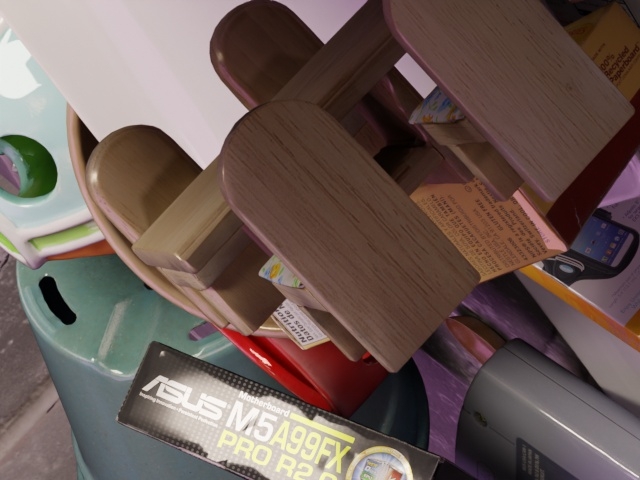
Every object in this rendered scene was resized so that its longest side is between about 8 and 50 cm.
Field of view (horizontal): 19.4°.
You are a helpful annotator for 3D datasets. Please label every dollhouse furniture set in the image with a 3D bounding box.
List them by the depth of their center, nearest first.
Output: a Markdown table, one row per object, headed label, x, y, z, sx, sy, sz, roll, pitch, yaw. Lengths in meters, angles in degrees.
| label | x | y | z | sx | sy | sz | roll | pitch | yaw |
| --- | --- | --- | --- | --- | --- | --- | --- | --- | --- |
| dollhouse furniture set | 0.010 | -0.094 | 0.681 | 0.161 | 0.242 | 0.212 | 46 | 168 | -14 |

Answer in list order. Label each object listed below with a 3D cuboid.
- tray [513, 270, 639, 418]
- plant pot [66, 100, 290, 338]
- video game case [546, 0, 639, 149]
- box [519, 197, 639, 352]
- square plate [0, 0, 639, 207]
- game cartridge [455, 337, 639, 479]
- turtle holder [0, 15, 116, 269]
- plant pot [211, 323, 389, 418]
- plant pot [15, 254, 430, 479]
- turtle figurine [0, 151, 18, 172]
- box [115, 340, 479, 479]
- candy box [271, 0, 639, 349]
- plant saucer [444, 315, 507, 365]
| label | x | y | z | sx | sy | sz | roll | pitch | yaw |
| --- | --- | --- | --- | --- | --- | --- | --- | --- | --- |
| tray | 0.217 | 0.086 | 1.202 | 0.270 | 0.030 | 0.145 | 50 | 166 | -33 |
| plant pot | -0.021 | -0.070 | 1.101 | 0.237 | 0.237 | 0.110 | 44 | -151 | -4 |
| video game case | 0.132 | -0.084 | 0.880 | 0.143 | 0.019 | 0.157 | 50 | 166 | -33 |
| box | 0.142 | -0.008 | 0.970 | 0.136 | 0.081 | 0.028 | 36 | 168 | 34 |
| square plate | -0.043 | -0.137 | 0.913 | 0.347 | 0.049 | 0.344 | -14 | 118 | 52 |
| game cartridge | 0.185 | 0.204 | 1.358 | 0.198 | 0.062 | 0.297 | 39 | 152 | 32 |
| turtle holder | -0.193 | -0.126 | 1.323 | 0.243 | 0.227 | 0.320 | 30 | 164 | 52 |
| plant pot | 0.000 | 0.000 | 1.257 | 0.191 | 0.174 | 0.191 | 41 | 168 | 10 |
| plant pot | -0.097 | 0.091 | 1.634 | 0.341 | 0.341 | 0.334 | 36 | 160 | 32 |
| turtle figurine | -0.220 | -0.158 | 1.545 | 0.234 | 0.175 | 0.118 | 42 | 142 | 36 |
| box | 0.016 | 0.158 | 1.258 | 0.216 | 0.060 | 0.270 | 19 | 171 | 26 |
| candy box | 0.056 | -0.023 | 0.801 | 0.053 | 0.109 | 0.187 | 49 | 145 | -13 |
| plant saucer | 0.137 | 0.087 | 1.524 | 0.083 | 0.015 | 0.083 | 42 | 170 | 9 |
